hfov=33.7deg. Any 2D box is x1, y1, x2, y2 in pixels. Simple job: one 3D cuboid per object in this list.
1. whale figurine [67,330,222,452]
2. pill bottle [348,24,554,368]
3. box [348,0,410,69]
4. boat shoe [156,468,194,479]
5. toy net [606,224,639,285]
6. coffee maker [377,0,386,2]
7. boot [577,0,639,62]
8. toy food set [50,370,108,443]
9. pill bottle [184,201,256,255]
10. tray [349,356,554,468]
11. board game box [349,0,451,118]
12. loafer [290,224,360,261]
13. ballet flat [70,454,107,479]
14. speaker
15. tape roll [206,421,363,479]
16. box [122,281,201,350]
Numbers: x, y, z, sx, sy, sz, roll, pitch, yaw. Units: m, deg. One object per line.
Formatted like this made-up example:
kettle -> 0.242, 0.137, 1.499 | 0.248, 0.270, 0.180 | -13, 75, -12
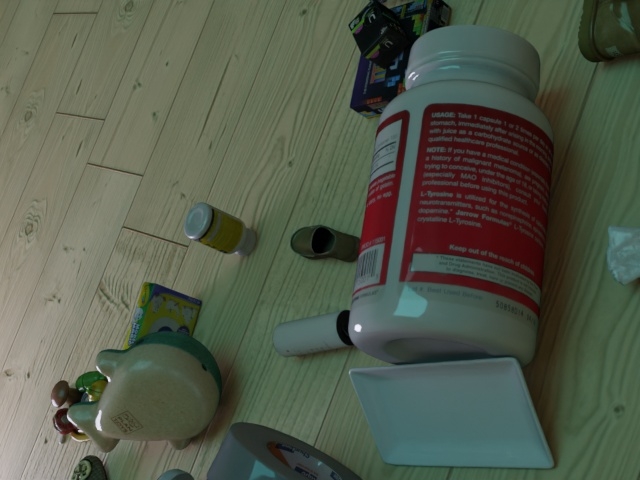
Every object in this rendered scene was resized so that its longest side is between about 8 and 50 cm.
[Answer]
whale figurine -> -0.280, 0.246, 1.714 | 0.272, 0.216, 0.141 | -31, 21, 28
pill bottle -> 0.172, -0.052, 1.331 | 0.229, 0.229, 0.408 | -10, 63, 45
box -> 0.090, -0.318, 1.625 | 0.062, 0.052, 0.083 | -44, 44, 26
boat shoe -> -0.288, 0.491, 1.641 | 0.105, 0.113, 0.306 | 19, 94, 36
toy net -> 0.418, -0.042, 1.209 | 0.122, 0.045, 0.232 | 34, 100, 21
coffee maker -> 0.134, -0.491, 1.690 | 0.171, 0.120, 0.178 | -2, 68, 48
boot -> 0.457, -0.331, 1.286 | 0.269, 0.089, 0.236 | 1, 84, 49
toy food set -> -0.447, 0.301, 1.946 | 0.218, 0.071, 0.128 | -20, 56, 41
pill bottle -> -0.165, -0.015, 1.768 | 0.065, 0.116, 0.065 | -25, 53, 38
tray -> 0.161, 0.212, 1.317 | 0.270, 0.030, 0.145 | -11, 105, 45
board game box -> 0.124, -0.285, 1.649 | 0.141, 0.048, 0.170 | -6, 66, 45
loafer -> 0.000, 0.000, 1.632 | 0.148, 0.050, 0.056 | 3, 72, 48
ballet flat -> -0.415, 0.490, 1.822 | 0.084, 0.058, 0.250 | -24, 54, 37
speaker -> -0.006, 0.139, 1.562 | 0.136, 0.055, 0.055 | -16, 59, 43
tape roll -> -0.035, 0.320, 1.369 | 0.219, 0.219, 0.072 | 30, 93, 50
box -> -0.278, 0.171, 1.803 | 0.043, 0.105, 0.179 | 3, 73, 50
